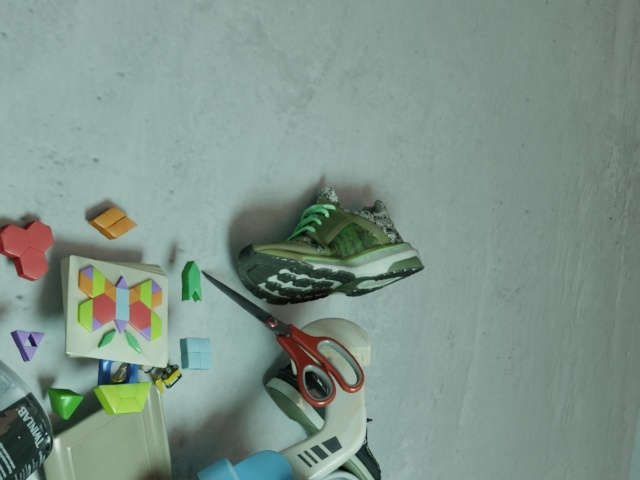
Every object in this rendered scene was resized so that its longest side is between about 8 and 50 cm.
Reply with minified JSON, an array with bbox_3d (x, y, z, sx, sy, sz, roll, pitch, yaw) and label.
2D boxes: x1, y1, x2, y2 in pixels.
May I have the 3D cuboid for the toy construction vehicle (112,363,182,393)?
[{"bbox_3d":[-0.258,0.200,1.564,0.098,0.035,0.086,-45,141,-29],"label":"toy construction vehicle"}]

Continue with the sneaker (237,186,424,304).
[{"bbox_3d":[0.000,0.000,1.809,0.410,0.158,0.182,1,65,-50],"label":"sneaker"}]

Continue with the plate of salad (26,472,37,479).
[{"bbox_3d":[-0.432,0.373,1.359,0.200,0.048,0.200,-14,108,-50],"label":"plate of salad"}]

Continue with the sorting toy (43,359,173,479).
[{"bbox_3d":[-0.306,0.314,1.507,0.196,0.047,0.347,-26,121,-42],"label":"sorting toy"}]

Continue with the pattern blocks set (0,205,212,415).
[{"bbox_3d":[-0.278,0.094,1.446,0.325,0.026,0.285,-6,82,-50],"label":"pattern blocks set"}]

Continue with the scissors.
[{"bbox_3d":[-0.055,0.134,1.639,0.109,0.297,0.021,-34,163,-28],"label":"scissors"}]

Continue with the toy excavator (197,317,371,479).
[{"bbox_3d":[-0.045,0.381,1.607,0.445,0.433,0.222,-26,151,-13],"label":"toy excavator"}]

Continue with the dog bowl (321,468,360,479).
[{"bbox_3d":[-0.027,0.522,1.855,0.265,0.104,0.265,-14,108,-50],"label":"dog bowl"}]

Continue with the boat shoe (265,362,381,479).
[{"bbox_3d":[0.032,0.317,1.876,0.113,0.127,0.340,-52,123,-20],"label":"boat shoe"}]

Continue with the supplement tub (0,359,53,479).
[{"bbox_3d":[-0.469,0.273,1.176,0.316,0.193,0.193,-46,130,-37],"label":"supplement tub"}]
